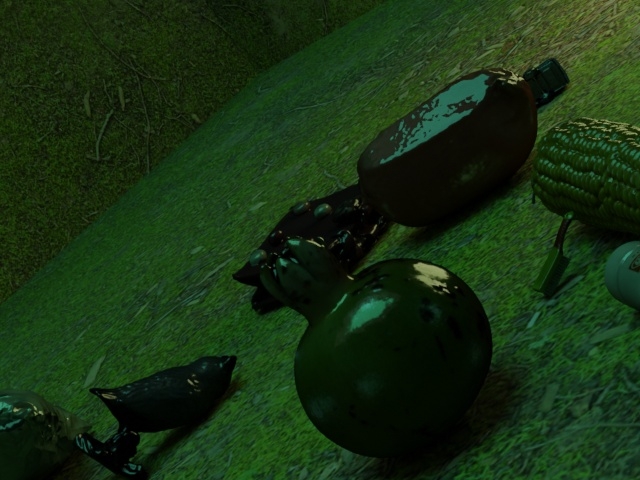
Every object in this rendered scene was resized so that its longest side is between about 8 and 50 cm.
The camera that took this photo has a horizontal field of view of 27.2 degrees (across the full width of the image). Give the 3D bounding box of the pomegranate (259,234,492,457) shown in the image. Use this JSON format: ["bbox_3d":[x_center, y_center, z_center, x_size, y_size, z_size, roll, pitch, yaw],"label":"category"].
[{"bbox_3d":[0.040,0.093,1.145,0.179,0.210,0.179,21,-90,-78],"label":"pomegranate"}]

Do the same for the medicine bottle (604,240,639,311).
[{"bbox_3d":[0.271,0.033,1.060,0.057,0.057,0.089,-37,13,-5],"label":"medicine bottle"}]

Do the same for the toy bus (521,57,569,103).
[{"bbox_3d":[0.273,-0.198,1.851,0.153,0.051,0.061,-34,8,10],"label":"toy bus"}]

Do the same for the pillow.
[{"bbox_3d":[-0.454,0.272,1.711,0.283,0.138,0.310,-16,-10,-4],"label":"pillow"}]

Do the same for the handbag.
[{"bbox_3d":[-0.002,-0.002,1.823,0.216,0.074,0.203,-22,20,45],"label":"handbag"}]

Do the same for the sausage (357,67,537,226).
[{"bbox_3d":[0.159,-0.107,1.642,0.254,0.148,0.148,-27,16,16],"label":"sausage"}]

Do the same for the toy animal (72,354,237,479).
[{"bbox_3d":[-0.203,0.187,1.597,0.210,0.117,0.121,-44,9,-20],"label":"toy animal"}]

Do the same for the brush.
[{"bbox_3d":[0.226,0.012,1.250,0.083,0.021,0.019,-68,16,-1],"label":"brush"}]

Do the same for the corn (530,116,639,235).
[{"bbox_3d":[0.285,-0.056,1.223,0.106,0.106,0.305,-38,16,-6],"label":"corn"}]
